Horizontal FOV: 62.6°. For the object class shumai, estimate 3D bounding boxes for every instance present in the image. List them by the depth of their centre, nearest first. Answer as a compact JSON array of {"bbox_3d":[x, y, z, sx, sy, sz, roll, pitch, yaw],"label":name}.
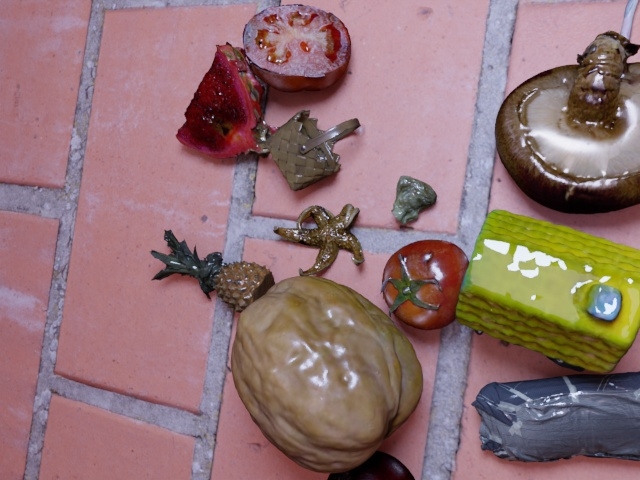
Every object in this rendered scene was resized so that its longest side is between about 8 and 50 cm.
[{"bbox_3d":[0.168,-0.070,0.990,0.082,0.083,0.080,7,65,57],"label":"shumai"}]

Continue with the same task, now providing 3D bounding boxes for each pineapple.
[{"bbox_3d":[-0.236,0.068,1.114,0.277,0.130,0.119,17,81,23],"label":"pineapple"}]

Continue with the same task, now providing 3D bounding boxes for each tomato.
[{"bbox_3d":[0.190,0.074,0.935,0.167,0.167,0.167,-1,86,21],"label":"tomato"},{"bbox_3d":[-0.050,-0.376,1.057,0.225,0.085,0.225,2,62,-5],"label":"tomato"}]

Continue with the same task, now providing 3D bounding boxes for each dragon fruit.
[{"bbox_3d":[-0.170,-0.265,1.118,0.211,0.134,0.262,49,133,0],"label":"dragon fruit"}]

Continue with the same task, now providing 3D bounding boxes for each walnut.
[{"bbox_3d":[-0.002,0.214,0.920,0.344,0.306,0.306,35,99,29],"label":"walnut"}]

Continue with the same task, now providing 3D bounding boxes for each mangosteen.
[{"bbox_3d":[0.110,0.486,0.936,0.230,0.194,0.194,32,99,-7],"label":"mangosteen"}]

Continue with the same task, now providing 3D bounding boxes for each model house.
[{"bbox_3d":[0.350,0.074,0.804,0.237,0.303,0.216,19,87,22],"label":"model house"}]

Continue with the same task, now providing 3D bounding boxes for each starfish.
[{"bbox_3d":[-0.002,0.000,1.054,0.189,0.074,0.146,-1,85,21],"label":"starfish"}]

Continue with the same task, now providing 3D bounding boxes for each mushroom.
[{"bbox_3d":[0.438,-0.180,0.854,0.297,0.163,0.278,10,99,22],"label":"mushroom"}]

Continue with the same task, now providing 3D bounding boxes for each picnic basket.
[{"bbox_3d":[-0.004,-0.194,1.035,0.178,0.128,0.138,-27,98,28],"label":"picnic basket"}]

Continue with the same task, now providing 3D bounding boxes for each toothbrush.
[{"bbox_3d":[0.531,-0.384,0.900,0.027,0.021,0.269,9,91,-1],"label":"toothbrush"}]

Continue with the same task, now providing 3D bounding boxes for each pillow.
[{"bbox_3d":[0.425,0.291,0.857,0.335,0.092,0.162,-11,110,18],"label":"pillow"}]
